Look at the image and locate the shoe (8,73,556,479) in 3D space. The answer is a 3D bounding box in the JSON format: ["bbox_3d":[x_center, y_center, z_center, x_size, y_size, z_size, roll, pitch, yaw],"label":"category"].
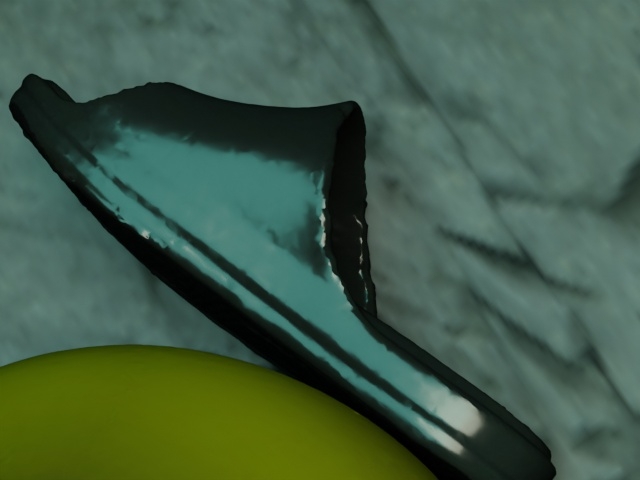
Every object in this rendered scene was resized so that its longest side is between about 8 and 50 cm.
[{"bbox_3d":[0.000,0.000,0.681,0.241,0.108,0.093,37,83,15],"label":"shoe"}]

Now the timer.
[{"bbox_3d":[-0.071,0.150,0.555,0.285,0.285,0.285,-4,71,13],"label":"timer"}]
